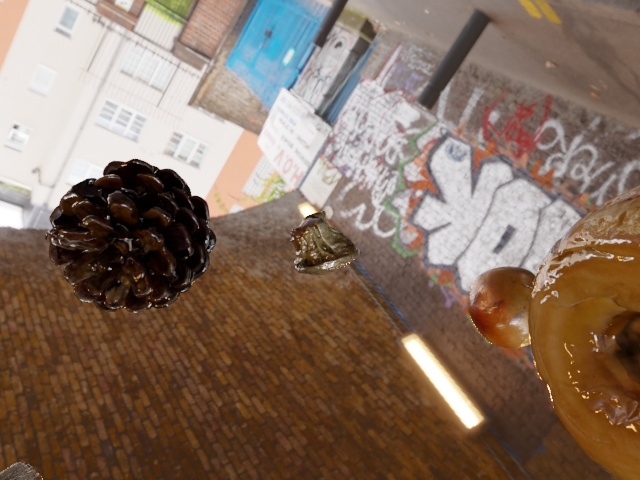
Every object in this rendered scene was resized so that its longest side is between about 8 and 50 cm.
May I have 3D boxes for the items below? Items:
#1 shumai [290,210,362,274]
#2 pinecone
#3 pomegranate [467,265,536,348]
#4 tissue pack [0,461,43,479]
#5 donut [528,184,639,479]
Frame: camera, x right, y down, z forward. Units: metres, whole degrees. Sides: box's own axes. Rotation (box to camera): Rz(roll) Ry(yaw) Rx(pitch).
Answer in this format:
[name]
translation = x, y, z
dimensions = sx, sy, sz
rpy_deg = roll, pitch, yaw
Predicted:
[shumai]
translation = 0.000, 0.001, 1.079
dimensions = 0.145, 0.145, 0.116
rpy_deg = -80, -29, -73
[pinecone]
translation = -0.344, -0.012, 1.008
dimensions = 0.298, 0.242, 0.296
rpy_deg = 30, -151, -11
[pomegranate]
translation = 0.476, 0.167, 1.374
dimensions = 0.209, 0.209, 0.209
rpy_deg = 31, -165, -9
[tissue pack]
translation = -0.606, 0.565, 1.021
dimensions = 0.091, 0.226, 0.183
rpy_deg = 13, -156, 32
[donut]
translation = 0.458, 0.138, 0.713
dimensions = 0.198, 0.449, 0.449
rpy_deg = -8, -147, -20
